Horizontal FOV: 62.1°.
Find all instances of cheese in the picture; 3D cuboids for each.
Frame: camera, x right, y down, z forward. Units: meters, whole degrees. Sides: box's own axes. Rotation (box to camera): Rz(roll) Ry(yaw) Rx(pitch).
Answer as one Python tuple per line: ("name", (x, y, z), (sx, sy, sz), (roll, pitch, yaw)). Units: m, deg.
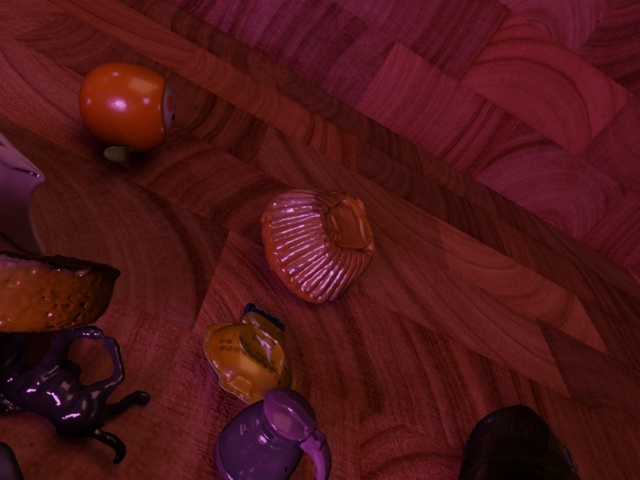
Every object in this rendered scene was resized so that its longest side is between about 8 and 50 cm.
("cheese", (-0.109, 0.183, 0.896), (0.176, 0.069, 0.270), (33, 19, -7))

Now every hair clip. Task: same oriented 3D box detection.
("hair clip", (-0.542, -0.099, 0.797), (0.281, 0.173, 0.113), (13, 42, -13))

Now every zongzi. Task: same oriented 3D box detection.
("zongzi", (0.372, 0.509, 0.827), (0.433, 0.207, 0.403), (58, 22, 5))

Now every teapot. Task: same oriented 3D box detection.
("teapot", (-0.062, 0.279, 0.720), (0.116, 0.146, 0.148), (5, 41, -42))

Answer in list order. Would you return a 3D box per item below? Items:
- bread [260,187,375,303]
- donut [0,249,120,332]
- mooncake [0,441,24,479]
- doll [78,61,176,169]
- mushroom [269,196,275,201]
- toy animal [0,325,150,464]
("bread", (0.000, 0.000, 1.147), (0.274, 0.149, 0.274), (30, 46, -37))
("donut", (-0.391, 0.058, 0.657), (0.271, 0.107, 0.272), (9, -4, 1))
("mooncake", (-0.326, 0.279, 0.485), (0.104, 0.169, 0.175), (-12, 20, -40))
("doll", (-0.417, -0.256, 1.140), (0.213, 0.213, 0.236), (13, 78, -34))
("mushroom", (-0.096, -0.036, 1.219), (0.088, 0.072, 0.130), (-16, 90, -38))
("toy animal", (-0.323, 0.188, 0.679), (0.232, 0.085, 0.148), (37, 41, 3))
